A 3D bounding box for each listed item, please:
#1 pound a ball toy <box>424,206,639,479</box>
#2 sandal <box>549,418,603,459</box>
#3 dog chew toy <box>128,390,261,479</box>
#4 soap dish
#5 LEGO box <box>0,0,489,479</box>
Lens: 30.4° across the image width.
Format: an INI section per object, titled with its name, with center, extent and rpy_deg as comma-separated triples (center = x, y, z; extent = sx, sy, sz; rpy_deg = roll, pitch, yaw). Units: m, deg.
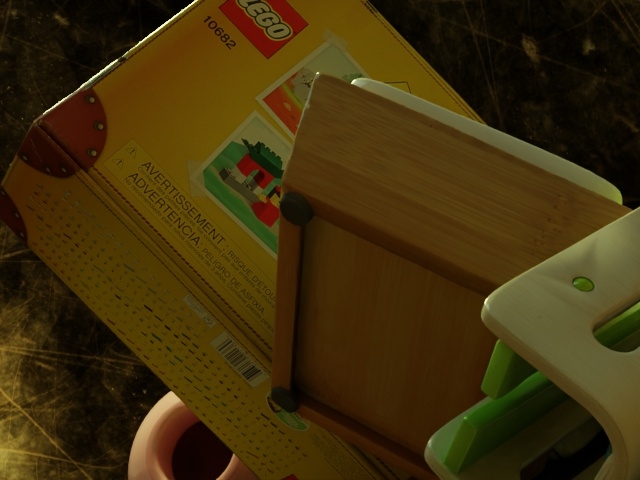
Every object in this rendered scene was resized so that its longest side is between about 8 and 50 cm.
[pound a ball toy]
center = 0.213, 0.090, 0.714
extent = 0.319, 0.136, 0.208
rpy_deg = -24, -37, -38
[sandal]
center = 0.288, 0.107, 1.090
extent = 0.302, 0.120, 0.086
rpy_deg = -20, 5, -41
[dog chew toy]
center = -0.072, 0.277, 1.296
extent = 0.206, 0.207, 0.332
rpy_deg = -29, -33, 3
[soap dish]
center = 0.072, 0.049, 0.827
extent = 0.118, 0.229, 0.291
rpy_deg = -49, -23, -37
[LEGO box]
center = 0.000, 0.000, 1.146
extent = 0.372, 0.500, 0.193
rpy_deg = -46, 4, -34
